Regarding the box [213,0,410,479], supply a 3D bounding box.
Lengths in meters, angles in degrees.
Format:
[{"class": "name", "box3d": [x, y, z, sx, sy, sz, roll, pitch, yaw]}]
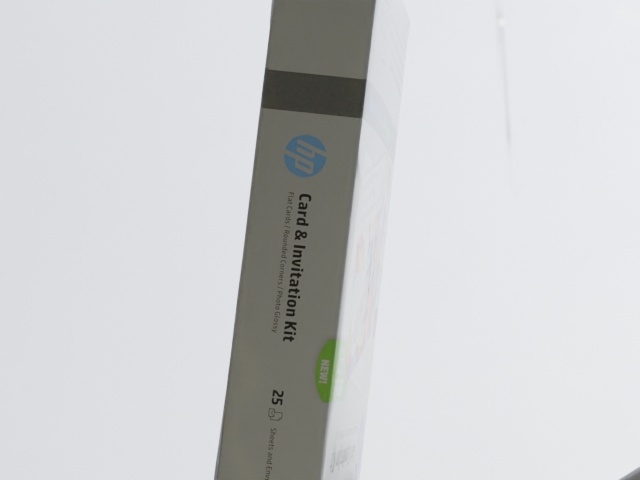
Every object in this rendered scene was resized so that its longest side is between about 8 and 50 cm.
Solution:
[{"class": "box", "box3d": [0.000, 0.000, 0.668, 0.038, 0.186, 0.145, 7, -4, 7]}]

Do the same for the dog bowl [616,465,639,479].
[{"class": "dog bowl", "box3d": [0.193, 0.174, 0.726, 0.349, 0.102, 0.349, -14, -39, -12]}]
